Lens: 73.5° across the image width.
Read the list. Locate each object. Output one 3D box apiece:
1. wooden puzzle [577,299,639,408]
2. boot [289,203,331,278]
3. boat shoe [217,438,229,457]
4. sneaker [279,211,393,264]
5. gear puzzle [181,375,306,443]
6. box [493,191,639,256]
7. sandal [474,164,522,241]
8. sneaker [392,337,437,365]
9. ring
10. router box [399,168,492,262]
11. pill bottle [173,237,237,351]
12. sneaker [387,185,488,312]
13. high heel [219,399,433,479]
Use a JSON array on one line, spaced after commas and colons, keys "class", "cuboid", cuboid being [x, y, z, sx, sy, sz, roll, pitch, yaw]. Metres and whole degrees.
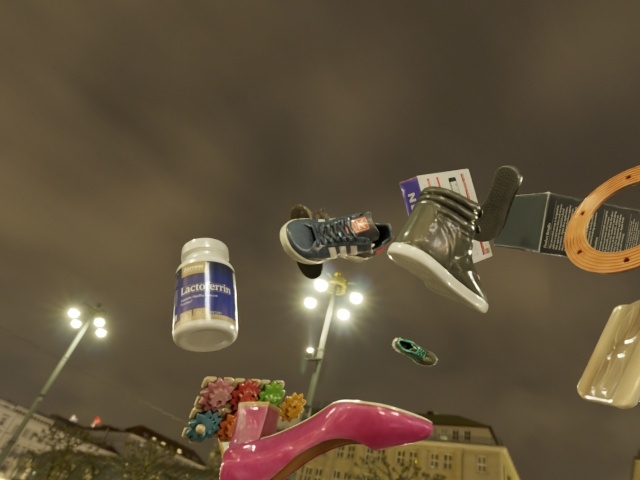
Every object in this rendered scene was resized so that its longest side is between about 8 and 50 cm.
[{"class": "wooden puzzle", "cuboid": [0.847, 0.307, 1.167, 0.080, 0.322, 0.348, 27, -6, 20]}, {"class": "boot", "cuboid": [0.000, 0.000, 1.425, 0.091, 0.263, 0.229, -16, -12, 24]}, {"class": "boat shoe", "cuboid": [-0.198, 0.568, 1.097, 0.096, 0.277, 0.098, -13, -41, -19]}, {"class": "sneaker", "cuboid": [0.057, -0.020, 1.120, 0.349, 0.131, 0.148, 0, -24, -46]}, {"class": "gear puzzle", "cuboid": [-0.165, 0.434, 1.074, 0.338, 0.176, 0.044, 20, 4, -41]}, {"class": "box", "cuboid": [0.919, -0.043, 1.610, 0.395, 0.212, 0.293, 9, 3, -8]}, {"class": "sandal", "cuboid": [0.528, -0.101, 1.275, 0.097, 0.054, 0.255, 43, -49, 32]}, {"class": "sneaker", "cuboid": [0.337, 0.398, 1.532, 0.166, 0.065, 0.076, 21, -19, 13]}, {"class": "ring", "cuboid": [0.776, -0.055, 1.074, 0.032, 0.337, 0.336, 35, -42, -13]}, {"class": "router box", "cuboid": [0.444, -0.070, 1.495, 0.301, 0.336, 0.082, -12, -3, -37]}, {"class": "pill bottle", "cuboid": [-0.295, 0.134, 1.100, 0.153, 0.265, 0.153, -8, -36, -6]}, {"class": "sneaker", "cuboid": [0.229, 0.018, 0.705, 0.104, 0.147, 0.295, 19, -11, 45]}, {"class": "high heel", "cuboid": [0.000, 0.239, 0.464, 0.243, 0.117, 0.082, -5, -34, 18]}]
